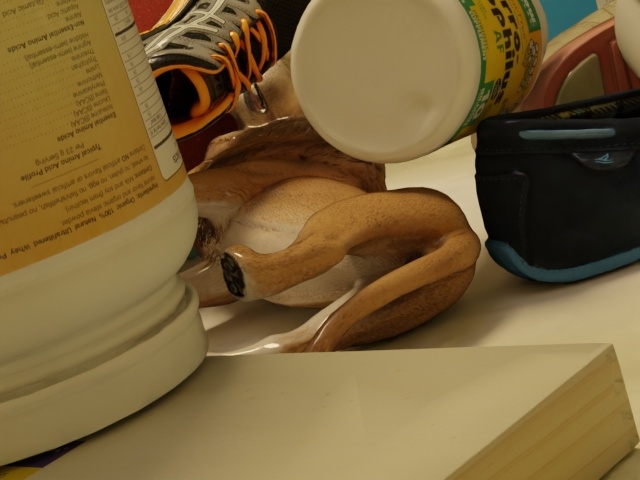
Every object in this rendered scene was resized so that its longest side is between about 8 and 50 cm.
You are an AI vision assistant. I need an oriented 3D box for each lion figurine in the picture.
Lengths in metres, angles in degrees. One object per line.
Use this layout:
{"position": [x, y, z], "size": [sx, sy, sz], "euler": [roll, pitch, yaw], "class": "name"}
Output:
{"position": [0.000, 0.000, 1.079], "size": [0.240, 0.142, 0.392], "euler": [-15, 25, -24], "class": "lion figurine"}

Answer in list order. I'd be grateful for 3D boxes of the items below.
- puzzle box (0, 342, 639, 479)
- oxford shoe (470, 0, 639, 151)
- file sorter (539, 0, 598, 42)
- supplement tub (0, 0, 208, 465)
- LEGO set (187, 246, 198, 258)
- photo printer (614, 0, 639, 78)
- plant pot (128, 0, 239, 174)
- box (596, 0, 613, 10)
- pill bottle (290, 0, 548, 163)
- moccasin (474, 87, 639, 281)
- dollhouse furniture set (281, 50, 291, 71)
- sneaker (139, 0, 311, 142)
{"position": [-0.096, 0.127, 0.785], "size": [0.409, 0.052, 0.272], "euler": [-5, 18, 43], "class": "puzzle box"}
{"position": [0.282, -0.155, 1.280], "size": [0.397, 0.140, 0.146], "euler": [-23, 11, -24], "class": "oxford shoe"}
{"position": [0.233, -0.216, 1.645], "size": [0.170, 0.118, 0.104], "euler": [-15, 10, 12], "class": "file sorter"}
{"position": [-0.195, -0.060, 0.869], "size": [0.228, 0.316, 0.228], "euler": [-16, 13, 4], "class": "supplement tub"}
{"position": [-0.067, -0.057, 1.423], "size": [0.227, 0.093, 0.087], "euler": [-22, 14, -19], "class": "LEGO set"}
{"position": [0.309, -0.084, 0.810], "size": [0.256, 0.107, 0.307], "euler": [-26, 36, 2], "class": "photo printer"}
{"position": [-0.188, -0.119, 1.308], "size": [0.236, 0.267, 0.267], "euler": [-11, 55, -5], "class": "plant pot"}
{"position": [0.333, -0.278, 1.449], "size": [0.231, 0.262, 0.127], "euler": [-15, 13, 13], "class": "box"}
{"position": [0.073, -0.120, 1.080], "size": [0.118, 0.117, 0.208], "euler": [-11, 6, 25], "class": "pill bottle"}
{"position": [0.252, -0.081, 1.048], "size": [0.342, 0.116, 0.138], "euler": [-23, 14, -22], "class": "moccasin"}
{"position": [-0.120, -0.108, 1.839], "size": [0.303, 0.173, 0.355], "euler": [-24, -22, 32], "class": "dollhouse furniture set"}
{"position": [-0.075, -0.113, 1.113], "size": [0.215, 0.084, 0.083], "euler": [-36, 39, -26], "class": "sneaker"}
